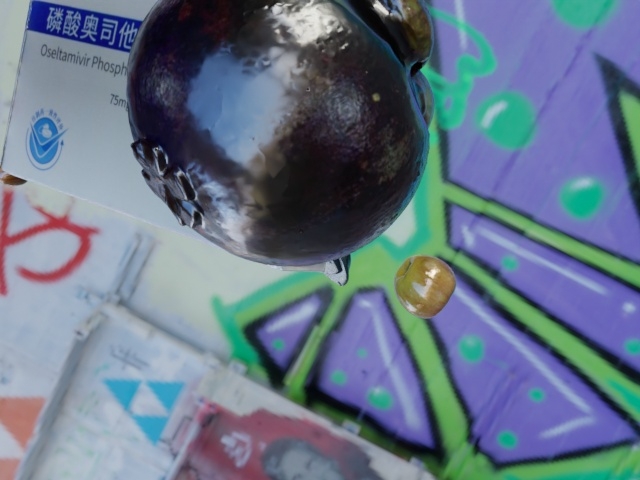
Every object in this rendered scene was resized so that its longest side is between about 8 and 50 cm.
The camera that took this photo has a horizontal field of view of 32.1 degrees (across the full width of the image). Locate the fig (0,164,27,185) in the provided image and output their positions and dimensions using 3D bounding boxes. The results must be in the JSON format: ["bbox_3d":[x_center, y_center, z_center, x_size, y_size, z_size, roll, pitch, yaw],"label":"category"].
[{"bbox_3d":[-0.491,-0.105,1.733,0.083,0.050,0.050,-16,-23,-25],"label":"fig"}]

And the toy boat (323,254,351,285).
[{"bbox_3d":[0.000,0.000,1.331,0.055,0.141,0.060,4,43,42],"label":"toy boat"}]

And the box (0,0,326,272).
[{"bbox_3d":[-0.122,-0.113,0.911,0.065,0.343,0.200,2,-78,-52],"label":"box"}]

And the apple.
[{"bbox_3d":[0.130,0.057,1.414,0.084,0.071,0.084,-56,8,12],"label":"apple"}]

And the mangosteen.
[{"bbox_3d":[-0.007,-0.093,0.684,0.230,0.194,0.194,-40,-10,-27],"label":"mangosteen"}]
